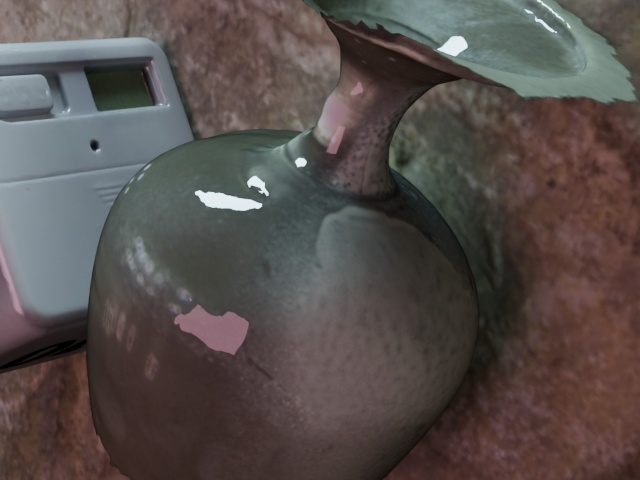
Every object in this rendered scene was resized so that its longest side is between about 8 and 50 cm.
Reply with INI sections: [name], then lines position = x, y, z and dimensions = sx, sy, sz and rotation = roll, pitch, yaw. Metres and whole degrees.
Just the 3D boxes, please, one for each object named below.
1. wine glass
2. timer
[wine glass]
position = 0.000, 0.000, 0.773
dimensions = 0.238, 0.238, 0.323
rotation = 40, 123, 29
[timer]
position = -0.208, -0.017, 0.972
dimensions = 0.195, 0.192, 0.194
rotation = -25, 82, 41
